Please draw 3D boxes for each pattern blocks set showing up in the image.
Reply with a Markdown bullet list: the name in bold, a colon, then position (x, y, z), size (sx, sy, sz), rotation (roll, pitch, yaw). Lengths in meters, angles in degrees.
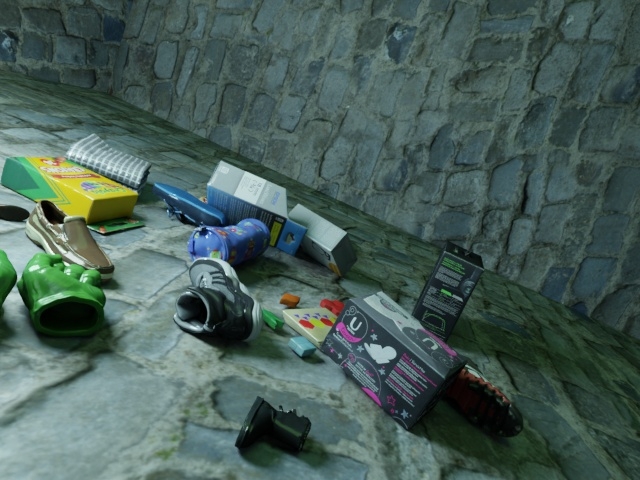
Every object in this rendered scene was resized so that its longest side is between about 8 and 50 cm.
- **pattern blocks set**: position (0.007, 0.214, 1.210), size (0.324, 0.026, 0.285), rotation (11, 18, -43)

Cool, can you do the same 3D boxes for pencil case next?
- **pencil case**: position (-0.252, 0.008, 1.378), size (0.133, 0.120, 0.306), rotation (18, 12, 15)

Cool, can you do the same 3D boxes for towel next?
- **towel**: position (-0.681, -0.239, 1.606), size (0.234, 0.122, 0.284), rotation (20, 14, -18)

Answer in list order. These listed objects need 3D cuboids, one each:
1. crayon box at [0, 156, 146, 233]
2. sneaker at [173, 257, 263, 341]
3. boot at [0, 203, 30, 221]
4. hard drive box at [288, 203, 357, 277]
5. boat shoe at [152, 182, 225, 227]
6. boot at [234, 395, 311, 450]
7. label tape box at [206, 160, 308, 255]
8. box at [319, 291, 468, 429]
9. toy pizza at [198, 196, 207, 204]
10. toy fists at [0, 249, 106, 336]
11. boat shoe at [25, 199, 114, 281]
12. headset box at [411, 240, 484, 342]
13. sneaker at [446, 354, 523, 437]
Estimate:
- **crayon box**: position (-0.643, -0.128, 1.327), size (0.318, 0.081, 0.202), rotation (26, 13, 6)
- **sneaker**: position (-0.241, 0.110, 1.031), size (0.153, 0.101, 0.268), rotation (13, 19, -47)
- **boot**: position (-0.728, -0.083, 1.119), size (0.106, 0.037, 0.114), rotation (13, 12, -46)
- **hard drive box**: position (0.000, 0.000, 1.713), size (0.232, 0.089, 0.181), rotation (32, -19, 33)
- **boat shoe**: position (-0.427, -0.095, 1.553), size (0.258, 0.089, 0.109), rotation (30, 16, 13)
- **boot**: position (-0.069, 0.292, 0.756), size (0.099, 0.045, 0.121), rotation (27, 13, 2)
- **label tape box**: position (-0.201, -0.097, 1.621), size (0.333, 0.106, 0.241), rotation (23, -26, -4)
- **box**: position (0.156, 0.239, 1.045), size (0.247, 0.142, 0.163), rotation (40, 21, 25)
- **toy pizza**: position (-0.370, -0.130, 1.895), size (0.201, 0.032, 0.201), rotation (22, 13, -5)
- **toy fists**: position (-0.485, 0.074, 0.786), size (0.279, 0.096, 0.142), rotation (10, 18, -40)
- **boat shoe**: position (-0.522, -0.007, 1.030), size (0.257, 0.095, 0.095), rotation (29, 14, 21)
- **headset box**: position (0.406, 0.148, 1.583), size (0.131, 0.283, 0.246), rotation (26, 13, 11)
- **sneaker**: position (0.349, 0.340, 1.144), size (0.276, 0.098, 0.135), rotation (32, 18, 36)
